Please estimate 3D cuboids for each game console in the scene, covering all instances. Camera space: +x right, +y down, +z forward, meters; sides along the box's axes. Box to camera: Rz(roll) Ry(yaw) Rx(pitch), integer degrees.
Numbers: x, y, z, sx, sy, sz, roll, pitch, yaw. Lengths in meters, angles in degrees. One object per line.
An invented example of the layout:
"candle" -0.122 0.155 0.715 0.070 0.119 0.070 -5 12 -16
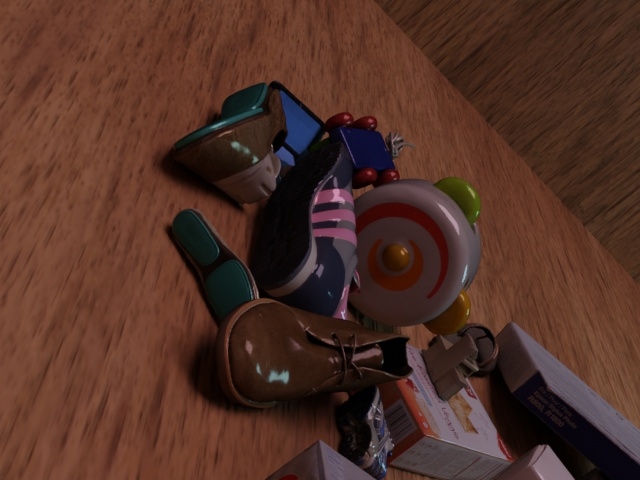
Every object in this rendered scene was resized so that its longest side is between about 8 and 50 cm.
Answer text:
"game console" -0.046 -0.157 1.810 0.122 0.071 0.107 40 20 -28

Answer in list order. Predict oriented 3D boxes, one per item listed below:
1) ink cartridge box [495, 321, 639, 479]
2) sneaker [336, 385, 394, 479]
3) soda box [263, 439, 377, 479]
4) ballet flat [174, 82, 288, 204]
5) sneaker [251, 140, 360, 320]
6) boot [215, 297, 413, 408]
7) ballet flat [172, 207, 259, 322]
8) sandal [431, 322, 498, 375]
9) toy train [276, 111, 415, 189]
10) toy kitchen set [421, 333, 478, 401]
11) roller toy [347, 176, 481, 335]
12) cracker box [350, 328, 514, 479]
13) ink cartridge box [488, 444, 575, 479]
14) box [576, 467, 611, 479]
"ink cartridge box" 0.416 0.290 1.895 0.324 0.071 0.330 41 11 -8
"sneaker" 0.053 0.216 1.358 0.058 0.052 0.135 53 23 -24
"soda box" 0.063 0.302 1.114 0.286 0.098 0.091 39 22 -29
"ballet flat" -0.099 -0.117 1.589 0.342 0.116 0.124 -71 139 -74
"sneaker" 0.000 0.000 1.536 0.131 0.112 0.319 51 31 -24
"boot" 0.000 0.114 1.270 0.305 0.115 0.112 8 79 -62
"ballet flat" -0.104 0.032 1.328 0.168 0.057 0.052 59 10 25
"sandal" 0.232 0.156 1.864 0.090 0.060 0.219 56 19 18
"toy train" 0.037 -0.106 1.775 0.248 0.143 0.105 -5 71 -66
"toy kitchen set" 0.181 0.158 1.509 0.075 0.068 0.083 37 21 -34
"roller toy" 0.114 0.018 1.655 0.146 0.191 0.209 -24 117 -72
"cracker box" 0.130 0.210 1.507 0.232 0.067 0.156 27 29 -52
"ink cartridge box" 0.235 0.362 1.281 0.237 0.172 0.100 53 18 9
"box" 0.478 0.473 1.825 0.183 0.056 0.231 36 22 -33
